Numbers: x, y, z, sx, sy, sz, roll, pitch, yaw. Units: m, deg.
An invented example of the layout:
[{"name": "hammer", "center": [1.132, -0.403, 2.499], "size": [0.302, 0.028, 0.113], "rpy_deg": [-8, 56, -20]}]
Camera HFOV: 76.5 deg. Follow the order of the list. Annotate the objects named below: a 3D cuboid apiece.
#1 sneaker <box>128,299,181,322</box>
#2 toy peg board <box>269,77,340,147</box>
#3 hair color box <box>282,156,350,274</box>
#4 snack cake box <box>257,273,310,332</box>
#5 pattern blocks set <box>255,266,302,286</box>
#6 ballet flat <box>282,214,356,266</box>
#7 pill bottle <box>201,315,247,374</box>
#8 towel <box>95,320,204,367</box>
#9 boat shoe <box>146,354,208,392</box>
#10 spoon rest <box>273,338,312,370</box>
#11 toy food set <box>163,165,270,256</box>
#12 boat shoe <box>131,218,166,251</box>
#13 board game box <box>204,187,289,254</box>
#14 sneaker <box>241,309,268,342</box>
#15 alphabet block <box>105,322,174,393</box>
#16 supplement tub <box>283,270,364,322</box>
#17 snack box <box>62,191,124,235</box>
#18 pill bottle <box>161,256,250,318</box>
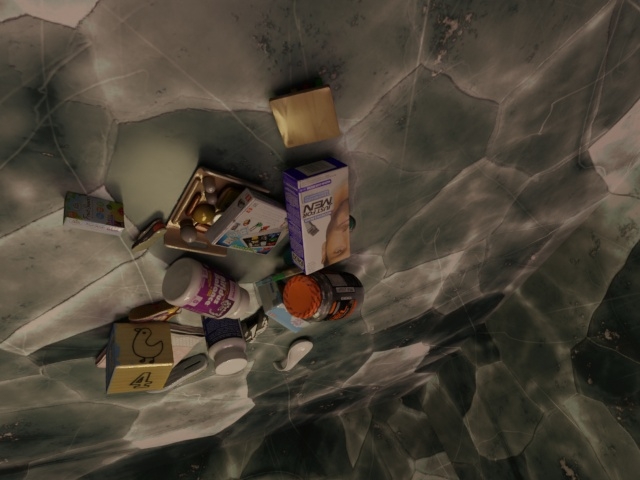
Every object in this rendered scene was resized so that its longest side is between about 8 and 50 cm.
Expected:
[{"name": "sneaker", "center": [-0.620, 0.282, 1.533], "size": [0.186, 0.069, 0.083], "rpy_deg": [-14, 136, -14]}, {"name": "toy peg board", "center": [-0.041, -0.355, 1.114], "size": [0.161, 0.079, 0.161], "rpy_deg": [-11, 143, 7]}, {"name": "hair color box", "center": [-0.006, -0.077, 1.317], "size": [0.185, 0.110, 0.338], "rpy_deg": [-22, 127, -26]}, {"name": "snack cake box", "center": [-0.152, 0.271, 1.716], "size": [0.089, 0.152, 0.264], "rpy_deg": [-31, 143, 8]}, {"name": "pattern blocks set", "center": [-0.075, 0.109, 1.548], "size": [0.286, 0.026, 0.325], "rpy_deg": [-21, 176, 37]}, {"name": "ballet flat", "center": [0.000, 0.000, 1.543], "size": [0.316, 0.107, 0.106], "rpy_deg": [-28, 163, 12]}, {"name": "pill bottle", "center": [-0.384, 0.391, 1.635], "size": [0.153, 0.264, 0.153], "rpy_deg": [-15, 141, -13]}, {"name": "towel", "center": [-0.704, 0.452, 1.704], "size": [0.317, 0.053, 0.332], "rpy_deg": [-43, 139, 22]}, {"name": "boat shoe", "center": [-0.667, 0.637, 1.902], "size": [0.303, 0.109, 0.094], "rpy_deg": [-20, 144, -12]}, {"name": "spoon rest", "center": [-0.149, 0.627, 2.200], "size": [0.137, 0.084, 0.276], "rpy_deg": [17, 127, -42]}, {"name": "toy food set", "center": [-0.322, -0.076, 1.256], "size": [0.220, 0.092, 0.306], "rpy_deg": [14, 128, -40]}, {"name": "boat shoe", "center": [-0.534, -0.013, 1.253], "size": [0.137, 0.043, 0.049], "rpy_deg": [-35, 167, 15]}, {"name": "board game box", "center": [-0.202, -0.048, 1.299], "size": [0.193, 0.053, 0.305], "rpy_deg": [-44, 158, 12]}, {"name": "sneaker", "center": [-0.316, 0.393, 1.831], "size": [0.106, 0.078, 0.234], "rpy_deg": [5, 135, -37]}, {"name": "alphabet block", "center": [-0.675, 0.433, 1.509], "size": [0.197, 0.192, 0.193], "rpy_deg": [6, 133, -34]}, {"name": "supplement tub", "center": [0.016, 0.226, 1.663], "size": [0.207, 0.207, 0.338], "rpy_deg": [-45, 152, 24]}, {"name": "snack box", "center": [-0.608, -0.070, 1.094], "size": [0.141, 0.100, 0.037], "rpy_deg": [14, 128, -40]}, {"name": "pill bottle", "center": [-0.398, 0.187, 1.462], "size": [0.169, 0.169, 0.301], "rpy_deg": [-37, 142, 14]}]
